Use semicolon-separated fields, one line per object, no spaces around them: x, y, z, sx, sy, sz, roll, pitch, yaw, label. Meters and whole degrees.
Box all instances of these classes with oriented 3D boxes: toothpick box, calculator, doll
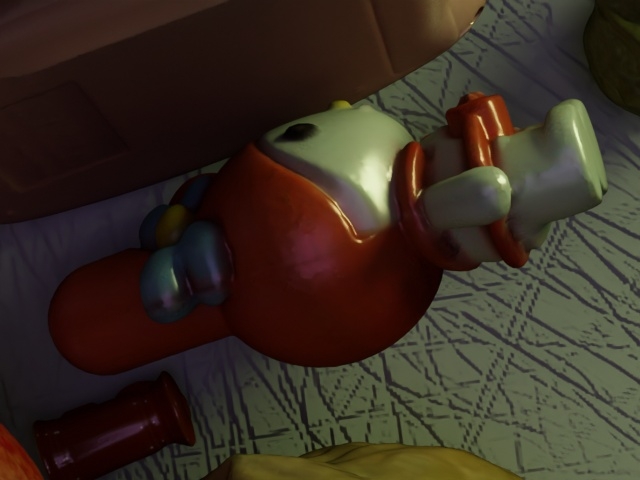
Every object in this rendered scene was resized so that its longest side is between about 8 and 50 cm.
-0.112;0.106;0.795;0.083;0.047;0.047;-22;96;-4;toothpick box
-0.071;-0.089;0.703;0.329;0.220;0.048;-22;71;4;calculator
0.000;0.000;0.739;0.290;0.161;0.130;-18;96;16;doll

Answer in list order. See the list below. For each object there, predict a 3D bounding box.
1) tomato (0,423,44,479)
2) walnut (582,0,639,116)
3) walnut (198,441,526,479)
-0.229;0.140;0.678;0.143;0.338;0.338;-38;99;-41;tomato
0.188;-0.107;0.787;0.092;0.092;0.092;0;95;-5;walnut
0.027;0.256;0.698;0.306;0.306;0.344;-26;100;-2;walnut
